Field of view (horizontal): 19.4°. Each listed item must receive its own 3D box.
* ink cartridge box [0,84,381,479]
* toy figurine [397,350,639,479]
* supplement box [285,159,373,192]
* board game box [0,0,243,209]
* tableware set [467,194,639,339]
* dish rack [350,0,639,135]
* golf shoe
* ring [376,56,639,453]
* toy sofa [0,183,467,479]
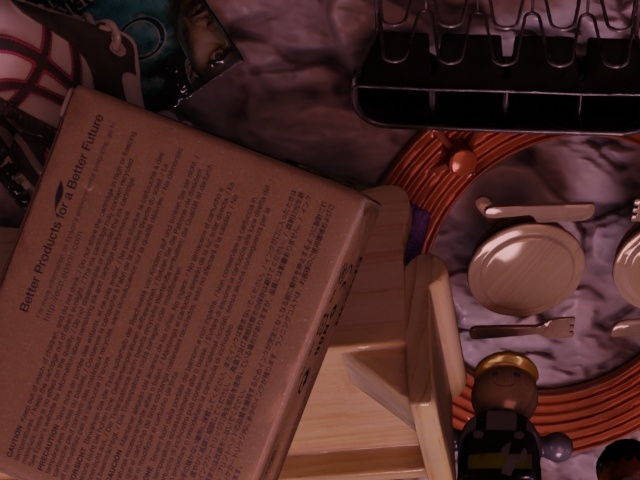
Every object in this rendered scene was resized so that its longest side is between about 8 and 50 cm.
[{"bbox_3d":[-0.094,0.050,1.131,0.193,0.088,0.235,22,92,10],"label":"ink cartridge box"},{"bbox_3d":[0.138,0.200,1.393,0.213,0.148,0.209,30,133,-21],"label":"toy figurine"},{"bbox_3d":[0.000,0.000,1.331,0.083,0.056,0.083,18,112,-8],"label":"supplement box"},{"bbox_3d":[-0.162,-0.119,1.259,0.186,0.026,0.126,-34,118,5],"label":"board game box"},{"bbox_3d":[0.201,0.011,1.369,0.194,0.039,0.128,-1,128,-6],"label":"tableware set"},{"bbox_3d":[0.121,-0.190,1.204,0.208,0.074,0.272,1,137,5],"label":"dish rack"},{"bbox_3d":[-0.190,-0.119,1.190,0.120,0.105,0.273,-43,129,-11],"label":"golf shoe"},{"bbox_3d":[0.187,0.024,1.410,0.336,0.032,0.337,-5,118,-10],"label":"ring"},{"bbox_3d":[-0.085,0.089,1.282,0.362,0.177,0.150,-6,142,7],"label":"toy sofa"}]
